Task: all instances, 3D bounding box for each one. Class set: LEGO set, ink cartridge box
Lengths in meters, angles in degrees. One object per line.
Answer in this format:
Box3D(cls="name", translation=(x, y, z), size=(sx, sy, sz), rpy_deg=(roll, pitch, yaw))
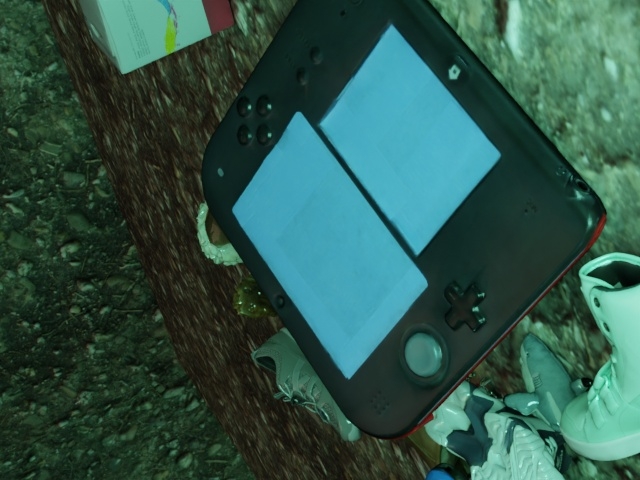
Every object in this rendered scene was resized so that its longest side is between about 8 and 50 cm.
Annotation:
Box3D(cls="LEGO set", translation=(0.192, 0.183, 1.333), size=(0.083, 0.023, 0.054), rpy_deg=(36, 150, 57))
Box3D(cls="ink cartridge box", translation=(-0.234, -0.336, 1.538), size=(0.128, 0.176, 0.127), rpy_deg=(45, 157, 46))

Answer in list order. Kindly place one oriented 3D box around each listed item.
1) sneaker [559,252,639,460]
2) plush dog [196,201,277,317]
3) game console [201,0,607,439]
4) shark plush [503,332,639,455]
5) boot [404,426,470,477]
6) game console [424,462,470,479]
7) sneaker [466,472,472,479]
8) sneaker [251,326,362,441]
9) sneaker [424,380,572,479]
Box3D(cls="sneaker", translation=(0.242, 0.082, 0.872), size=(0.151, 0.094, 0.256), rpy_deg=(55, 154, 3))
Box3D(cls="plush dog", translation=(0.000, 0.000, 1.353), size=(0.211, 0.262, 0.225), rpy_deg=(-80, -14, -57))
Box3D(cls="game console", translation=(0.047, -0.043, 1.059), size=(0.386, 0.060, 0.342), rpy_deg=(54, 131, 25))
Box3D(cls="shark plush", translation=(0.242, 0.157, 1.086), size=(0.161, 0.073, 0.067), rpy_deg=(50, 129, 55))
Box3D(cls="boot", translation=(0.104, 0.187, 1.519), size=(0.269, 0.089, 0.236), rpy_deg=(45, 169, 50))
Box3D(cls="game console", translation=(0.251, 0.366, 1.215), size=(0.293, 0.173, 0.250), rpy_deg=(39, 140, 27))
Box3D(cls="sneaker", translation=(0.217, 0.288, 1.323), size=(0.081, 0.080, 0.211), rpy_deg=(39, 168, 12))
Box3D(cls="sneaker", translation=(-0.022, 0.268, 1.985), size=(0.281, 0.115, 0.105), rpy_deg=(46, 158, 45))
Box3D(cls="sneaker", translation=(0.219, 0.229, 1.137), size=(0.235, 0.153, 0.094), rpy_deg=(34, 104, 61))
